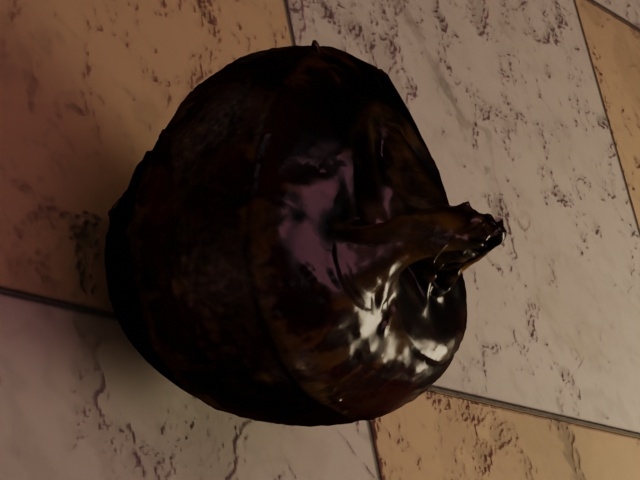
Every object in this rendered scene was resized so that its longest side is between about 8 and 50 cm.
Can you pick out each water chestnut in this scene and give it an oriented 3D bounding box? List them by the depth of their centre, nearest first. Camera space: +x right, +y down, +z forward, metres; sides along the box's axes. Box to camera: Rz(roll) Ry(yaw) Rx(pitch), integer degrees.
[{"bbox_3d":[0.000,0.000,0.935,0.224,0.238,0.223,34,49,-50],"label":"water chestnut"}]
